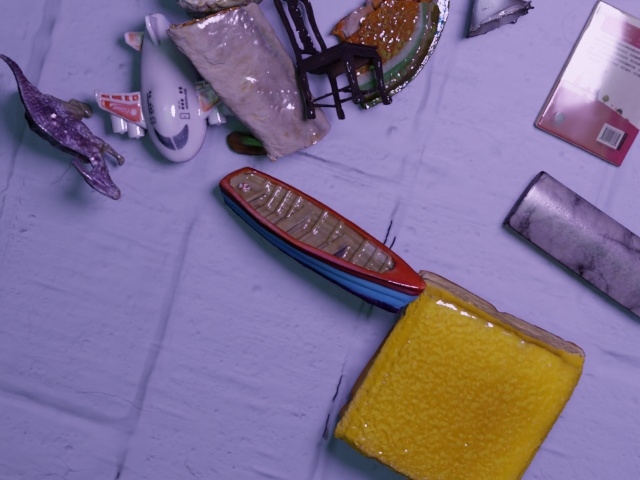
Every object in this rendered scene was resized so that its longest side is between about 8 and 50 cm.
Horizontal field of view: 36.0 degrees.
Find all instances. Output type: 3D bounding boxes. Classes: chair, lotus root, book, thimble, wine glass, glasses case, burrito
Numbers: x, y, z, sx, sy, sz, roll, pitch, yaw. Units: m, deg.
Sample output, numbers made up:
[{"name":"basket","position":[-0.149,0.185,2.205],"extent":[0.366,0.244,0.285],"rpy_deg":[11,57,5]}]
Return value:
[{"name":"chair","position":[0.016,-0.312,1.579],"extent":[0.113,0.106,0.229],"rpy_deg":[-17,86,32]},{"name":"lotus root","position":[-0.121,-0.166,1.700],"extent":[0.083,0.030,0.037],"rpy_deg":[9,99,4]},{"name":"book","position":[0.481,-0.261,1.643],"extent":[0.162,0.022,0.231],"rpy_deg":[26,98,-1]},{"name":"thimble","position":[-0.160,-0.438,1.613],"extent":[0.190,0.143,0.137],"rpy_deg":[-36,94,8]},{"name":"wine glass","position":[0.258,-0.433,1.602],"extent":[0.122,0.122,0.182],"rpy_deg":[-22,88,7]},{"name":"glasses case","position":[0.461,0.010,1.658],"extent":[0.299,0.060,0.114],"rpy_deg":[34,99,0]},{"name":"burrito","position":[-0.105,-0.267,1.585],"extent":[0.143,0.105,0.299],"rpy_deg":[-46,119,-13]}]

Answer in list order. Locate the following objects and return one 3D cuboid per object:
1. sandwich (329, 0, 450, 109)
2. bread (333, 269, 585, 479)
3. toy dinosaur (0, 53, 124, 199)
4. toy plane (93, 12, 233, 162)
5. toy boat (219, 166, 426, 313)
[{"name":"sandwich","position":[0.124,-0.340,1.634],"extent":[0.235,0.079,0.159],"rpy_deg":[-38,93,8]},{"name":"bread","position":[0.235,0.259,1.668],"extent":[0.324,0.143,0.333],"rpy_deg":[30,98,0]},{"name":"toy dinosaur","position":[-0.425,-0.189,1.656],"extent":[0.294,0.162,0.077],"rpy_deg":[40,99,0]},{"name":"toy plane","position":[-0.254,-0.255,1.659],"extent":[0.252,0.118,0.252],"rpy_deg":[1,100,6]},{"name":"toy boat","position":[0.000,0.000,1.640],"extent":[0.392,0.136,0.079],"rpy_deg":[33,128,17]}]
